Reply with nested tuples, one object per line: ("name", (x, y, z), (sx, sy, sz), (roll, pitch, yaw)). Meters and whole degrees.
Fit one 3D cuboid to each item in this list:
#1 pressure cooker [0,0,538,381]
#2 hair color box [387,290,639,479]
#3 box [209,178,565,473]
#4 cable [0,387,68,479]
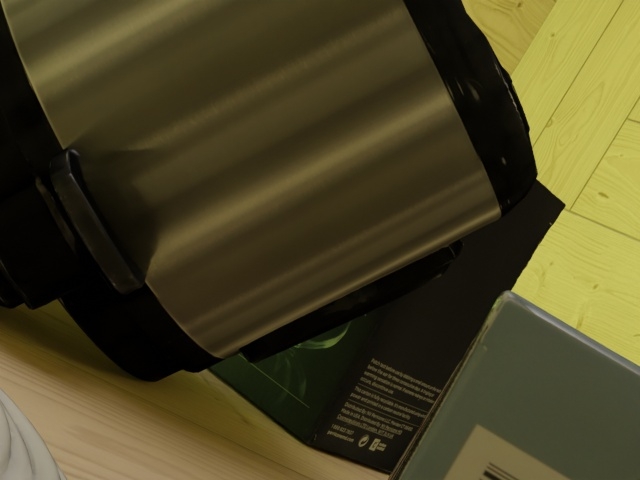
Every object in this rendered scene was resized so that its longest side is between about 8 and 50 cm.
("pressure cooker", (-0.092, -0.101, 0.968), (0.375, 0.420, 0.370), (65, 4, 26))
("hair color box", (0.090, 0.135, 0.633), (0.113, 0.185, 0.374), (31, 0, 9))
("box", (0.000, 0.000, 1.247), (0.343, 0.312, 0.179), (31, 0, 38))
("cable", (-0.176, 0.025, 0.291), (0.257, 0.089, 0.257), (36, -2, -40))
